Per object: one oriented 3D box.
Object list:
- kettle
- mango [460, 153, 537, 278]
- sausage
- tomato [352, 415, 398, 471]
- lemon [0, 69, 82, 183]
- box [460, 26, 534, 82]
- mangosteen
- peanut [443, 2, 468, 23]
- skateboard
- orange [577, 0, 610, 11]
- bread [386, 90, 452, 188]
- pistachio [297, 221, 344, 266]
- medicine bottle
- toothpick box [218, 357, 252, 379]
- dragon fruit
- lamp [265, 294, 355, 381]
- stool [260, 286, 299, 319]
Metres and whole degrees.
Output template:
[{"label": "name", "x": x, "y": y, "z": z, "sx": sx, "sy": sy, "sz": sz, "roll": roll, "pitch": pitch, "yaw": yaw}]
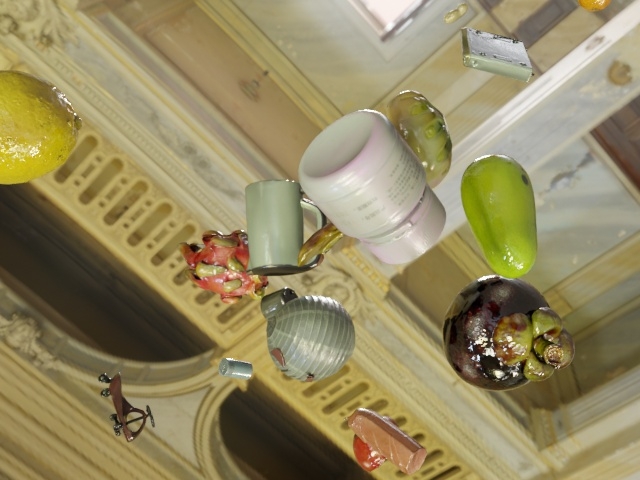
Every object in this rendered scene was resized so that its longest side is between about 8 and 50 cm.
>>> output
[{"label": "kettle", "x": -0.098, "y": -0.032, "z": 1.897, "sx": 0.165, "sy": 0.241, "sz": 0.255, "roll": 40, "pitch": -135, "yaw": -70}, {"label": "mango", "x": 0.362, "y": -0.048, "z": 1.364, "sx": 0.175, "sy": 0.143, "sz": 0.293, "roll": 65, "pitch": -162, "yaw": -48}, {"label": "sausage", "x": 0.120, "y": 0.374, "z": 1.304, "sx": 0.169, "sy": 0.065, "sz": 0.065, "roll": 29, "pitch": -172, "yaw": 39}, {"label": "tomato", "x": 0.141, "y": 0.544, "z": 1.885, "sx": 0.091, "sy": 0.139, "sz": 0.159, "roll": 40, "pitch": -139, "yaw": -5}, {"label": "lemon", "x": -0.630, "y": -0.227, "z": 1.376, "sx": 0.236, "sy": 0.263, "sz": 0.236, "roll": 52, "pitch": 166, "yaw": 19}, {"label": "box", "x": 0.500, "y": -0.534, "z": 1.946, "sx": 0.211, "sy": 0.045, "sz": 0.270, "roll": 15, "pitch": -147, "yaw": 2}, {"label": "mangosteen", "x": 0.460, "y": 0.229, "z": 1.683, "sx": 0.297, "sy": 0.314, "sz": 0.296, "roll": 4, "pitch": -90, "yaw": -72}, {"label": "peanut", "x": 0.404, "y": -0.674, "z": 2.032, "sx": 0.037, "sy": 0.083, "sz": 0.037, "roll": 50, "pitch": -179, "yaw": -2}, {"label": "skateboard", "x": -0.388, "y": 0.333, "z": 1.371, "sx": 0.080, "sy": 0.067, "sz": 0.151, "roll": -15, "pitch": -128, "yaw": -25}, {"label": "orange", "x": 0.638, "y": -0.573, "z": 1.589, "sx": 0.083, "sy": 0.083, "sz": 0.083, "roll": 38, "pitch": -153, "yaw": -24}, {"label": "bread", "x": 0.274, "y": -0.261, "z": 1.814, "sx": 0.156, "sy": 0.158, "sz": 0.260, "roll": -96, "pitch": -16, "yaw": -66}, {"label": "pistachio", "x": 0.000, "y": 0.000, "z": 1.653, "sx": 0.049, "sy": 0.173, "sz": 0.089, "roll": 47, "pitch": 158, "yaw": 19}, {"label": "medicine bottle", "x": 0.123, "y": -0.111, "z": 1.525, "sx": 0.302, "sy": 0.241, "sz": 0.241, "roll": 46, "pitch": -157, "yaw": -33}, {"label": "toothpick box", "x": -0.239, "y": 0.361, "z": 1.923, "sx": 0.083, "sy": 0.052, "sz": 0.052, "roll": 18, "pitch": -141, "yaw": -37}, {"label": "dragon fruit", "x": -0.305, "y": 0.078, "z": 2.202, "sx": 0.243, "sy": 0.227, "sz": 0.307, "roll": -7, "pitch": -160, "yaw": -30}, {"label": "lamp", "x": -0.032, "y": 0.253, "z": 1.783, "sx": 0.233, "sy": 0.233, "sz": 0.265, "roll": 46, "pitch": 170, "yaw": -9}, {"label": "stool", "x": -0.123, "y": 0.197, "z": 2.094, "sx": 0.096, "sy": 0.110, "sz": 0.096, "roll": 35, "pitch": -140, "yaw": -35}]
